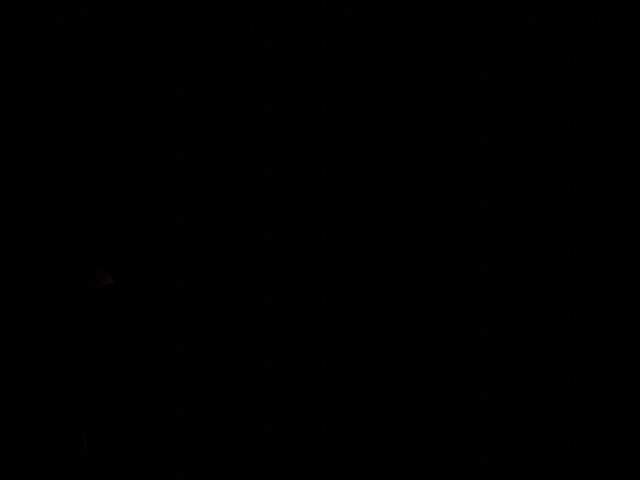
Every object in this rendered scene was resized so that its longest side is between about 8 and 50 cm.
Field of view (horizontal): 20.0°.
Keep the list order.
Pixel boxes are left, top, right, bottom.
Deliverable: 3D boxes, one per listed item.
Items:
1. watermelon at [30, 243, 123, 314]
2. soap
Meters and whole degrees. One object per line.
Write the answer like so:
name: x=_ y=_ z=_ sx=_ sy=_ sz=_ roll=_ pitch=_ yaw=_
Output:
watermelon: x=0.001 y=0.005 z=0.607 sx=0.321 sy=0.188 sz=0.175 roll=1 pitch=56 yaw=-10
soap: x=-0.043 y=0.034 z=0.217 sx=0.350 sy=0.213 sz=0.435 roll=8 pitch=10 yaw=-42
